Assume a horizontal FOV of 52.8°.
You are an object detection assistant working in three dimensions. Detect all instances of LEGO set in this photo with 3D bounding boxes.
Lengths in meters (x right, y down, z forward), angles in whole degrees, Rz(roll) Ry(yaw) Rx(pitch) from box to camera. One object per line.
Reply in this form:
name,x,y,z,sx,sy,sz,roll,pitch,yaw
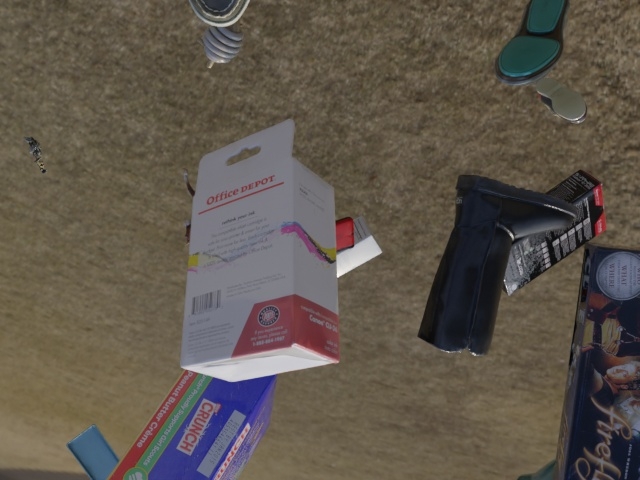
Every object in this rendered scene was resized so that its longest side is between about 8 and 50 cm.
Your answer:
LEGO set,-0.473,-0.150,1.080,0.083,0.023,0.054,56,166,13

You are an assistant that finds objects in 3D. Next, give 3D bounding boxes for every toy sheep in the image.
toy sheep,-0.213,-0.428,1.381,0.091,0.091,0.132,27,126,-13

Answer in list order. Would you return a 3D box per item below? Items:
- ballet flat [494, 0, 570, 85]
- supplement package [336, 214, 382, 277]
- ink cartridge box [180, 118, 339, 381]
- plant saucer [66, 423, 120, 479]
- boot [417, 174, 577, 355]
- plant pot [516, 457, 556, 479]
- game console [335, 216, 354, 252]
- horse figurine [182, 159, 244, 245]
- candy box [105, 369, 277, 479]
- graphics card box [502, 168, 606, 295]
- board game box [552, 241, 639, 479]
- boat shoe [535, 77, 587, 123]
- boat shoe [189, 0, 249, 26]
ballet flat,0.273,-0.239,0.816,0.072,0.213,0.068,14,142,23
supplement package,0.096,0.020,2.145,0.179,0.105,0.105,-29,135,7
ink cartridge box,-0.049,0.009,0.544,0.115,0.198,0.067,-16,151,30
plant saucer,-0.454,0.473,1.347,0.018,0.067,0.192,9,130,54
boot,0.470,0.086,1.692,0.366,0.446,0.146,12,177,-17
plant pot,0.399,0.444,0.958,0.196,0.293,0.293,-9,139,31
game console,0.000,0.000,1.541,0.085,0.144,0.124,42,144,50
horse figurine,-0.190,-0.084,1.401,0.263,0.175,0.066,-7,-175,10
candy box,-0.183,0.317,0.953,0.122,0.268,0.317,30,150,8
graphics card box,0.666,-0.018,1.916,0.094,0.371,0.233,54,179,43
board game box,0.319,0.131,0.599,0.165,0.243,0.042,5,-173,8
boat shoe,0.411,-0.231,1.093,0.049,0.137,0.043,-32,127,8
boat shoe,-0.115,-0.414,0.762,0.109,0.091,0.305,5,105,-10
